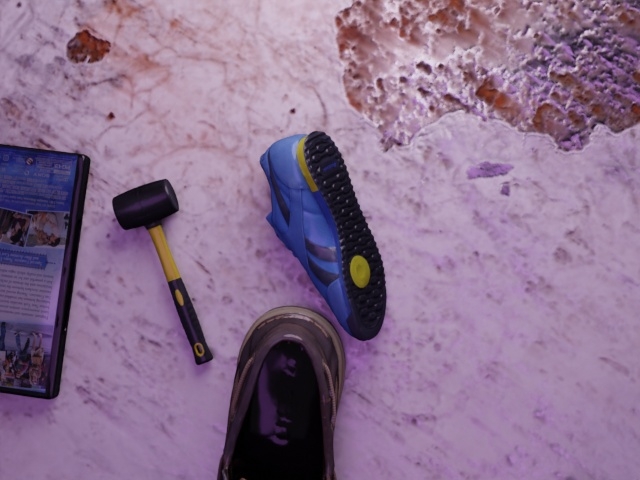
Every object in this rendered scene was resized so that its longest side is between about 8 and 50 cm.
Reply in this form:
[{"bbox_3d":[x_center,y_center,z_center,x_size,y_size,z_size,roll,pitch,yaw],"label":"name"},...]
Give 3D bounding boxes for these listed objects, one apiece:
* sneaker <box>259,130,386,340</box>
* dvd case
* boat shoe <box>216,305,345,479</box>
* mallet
[{"bbox_3d":[0.000,0.000,0.772,0.082,0.069,0.209,-17,96,37],"label":"sneaker"},{"bbox_3d":[-0.341,0.026,0.817,0.180,0.022,0.253,7,88,5],"label":"dvd case"},{"bbox_3d":[-0.048,0.239,0.725,0.132,0.130,0.356,1,88,6],"label":"boat shoe"},{"bbox_3d":[-0.140,0.029,0.794,0.062,0.039,0.190,-28,90,1],"label":"mallet"}]
